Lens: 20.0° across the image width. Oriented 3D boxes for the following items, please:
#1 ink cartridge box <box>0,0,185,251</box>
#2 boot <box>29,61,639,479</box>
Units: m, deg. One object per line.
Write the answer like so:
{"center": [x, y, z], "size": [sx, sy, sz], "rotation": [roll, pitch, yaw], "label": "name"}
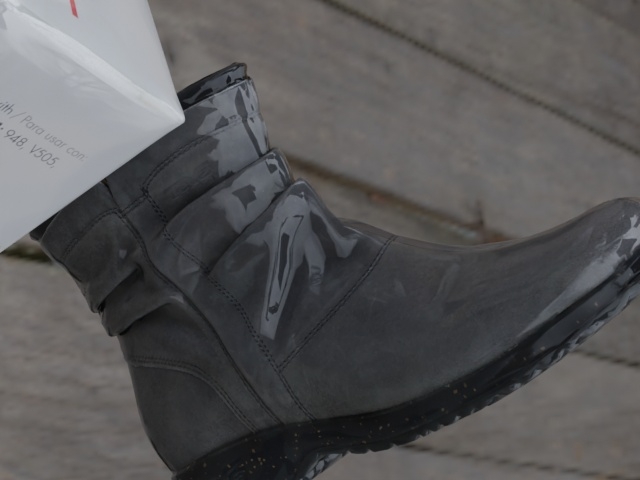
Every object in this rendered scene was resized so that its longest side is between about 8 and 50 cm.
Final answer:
{"center": [-0.192, -0.090, 0.814], "size": [0.119, 0.353, 0.207], "rotation": [35, 28, -47], "label": "ink cartridge box"}
{"center": [0.000, 0.000, 0.946], "size": [0.223, 0.338, 0.118], "rotation": [62, 26, 1], "label": "boot"}
